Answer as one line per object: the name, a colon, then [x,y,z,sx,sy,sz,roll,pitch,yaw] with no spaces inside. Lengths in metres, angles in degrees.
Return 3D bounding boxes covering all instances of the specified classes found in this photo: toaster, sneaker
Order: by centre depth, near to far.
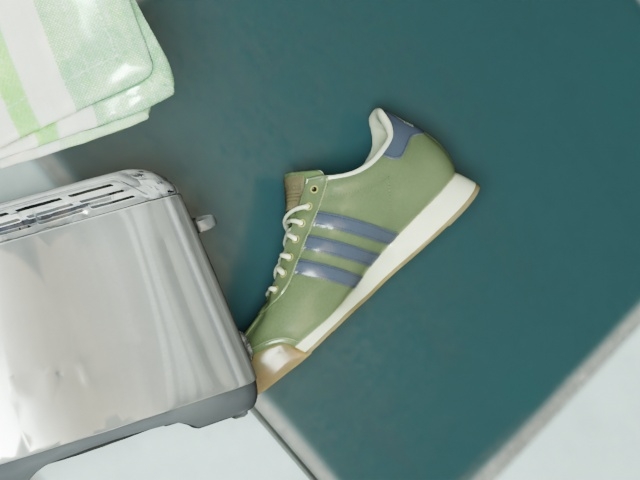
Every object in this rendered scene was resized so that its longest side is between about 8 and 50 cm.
toaster: [-0.154,0.051,1.082,0.227,0.129,0.146,-17,91,-18]
sneaker: [0.000,0.000,1.178,0.192,0.064,0.086,-42,95,-17]

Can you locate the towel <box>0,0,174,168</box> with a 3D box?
towel: [-0.253,-0.121,0.970,0.324,0.038,0.248,-26,99,-25]
